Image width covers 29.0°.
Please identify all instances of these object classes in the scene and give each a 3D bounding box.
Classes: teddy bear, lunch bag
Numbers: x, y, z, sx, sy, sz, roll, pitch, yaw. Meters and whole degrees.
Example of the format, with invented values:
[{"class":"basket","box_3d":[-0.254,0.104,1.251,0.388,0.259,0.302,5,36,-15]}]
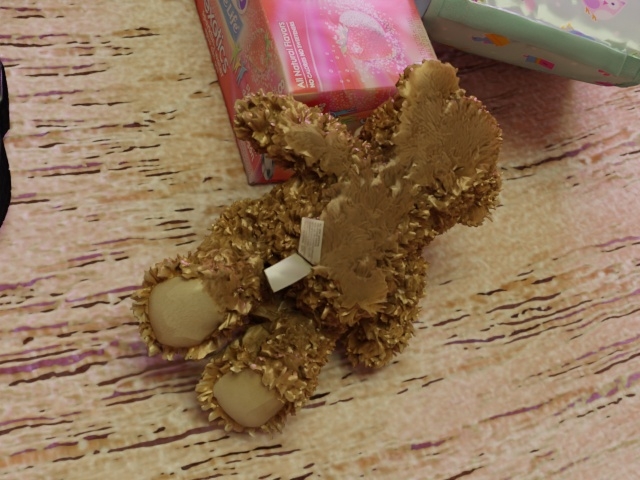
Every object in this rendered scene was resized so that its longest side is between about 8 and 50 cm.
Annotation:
[{"class":"teddy bear","box_3d":[0.000,0.000,0.996,0.245,0.113,0.338,33,78,-18]},{"class":"lunch bag","box_3d":[0.199,-0.241,1.176,0.223,0.160,0.262,17,26,-7]}]

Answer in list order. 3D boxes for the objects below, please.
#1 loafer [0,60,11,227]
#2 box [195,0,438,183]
[{"class":"loafer","box_3d":[-0.287,-0.074,1.011,0.061,0.062,0.170,-5,53,-8]},{"class":"box","box_3d":[-0.019,-0.217,1.138,0.154,0.142,0.300,-6,62,-22]}]
